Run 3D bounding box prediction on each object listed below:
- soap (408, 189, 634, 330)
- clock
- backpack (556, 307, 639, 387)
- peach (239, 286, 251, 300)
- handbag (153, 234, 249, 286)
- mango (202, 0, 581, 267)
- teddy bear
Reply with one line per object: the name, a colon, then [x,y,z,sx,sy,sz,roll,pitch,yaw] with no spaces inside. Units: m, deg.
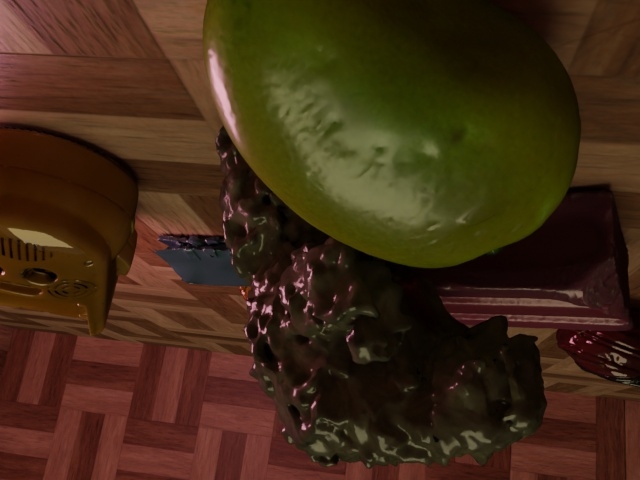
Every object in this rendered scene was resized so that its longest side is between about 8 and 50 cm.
soap: [0.206,0.040,0.824,0.359,0.128,0.233,-2,162,30]
clock: [-0.370,-0.014,0.834,0.244,0.200,0.317,10,155,-17]
backpack: [0.549,0.188,1.156,0.229,0.139,0.229,12,-179,0]
peach: [-0.079,0.110,1.236,0.172,0.092,0.127,6,166,-2]
handbag: [-0.167,0.033,1.105,0.221,0.057,0.144,3,155,19]
mango: [0.045,-0.083,0.424,0.273,0.149,0.185,18,124,-18]
teddy bear: [0.018,0.039,0.625,0.224,0.367,0.357,-21,173,-6]
